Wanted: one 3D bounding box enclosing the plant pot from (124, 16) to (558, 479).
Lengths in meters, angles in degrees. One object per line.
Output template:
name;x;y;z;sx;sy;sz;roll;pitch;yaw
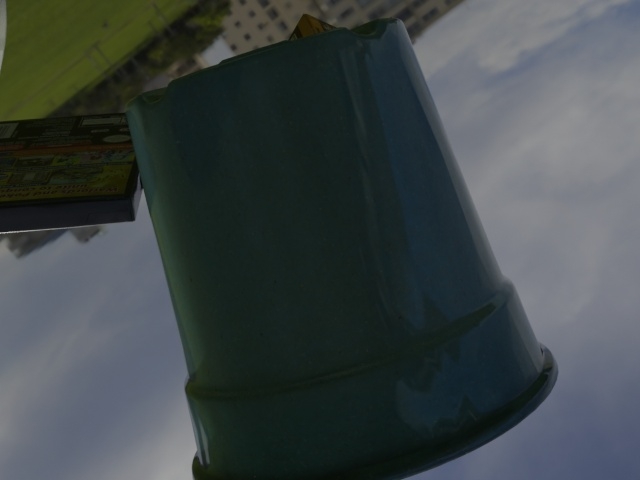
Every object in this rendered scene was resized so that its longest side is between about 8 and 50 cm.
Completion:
plant pot;0.000;0.000;0.823;0.341;0.334;0.341;-17;-173;2

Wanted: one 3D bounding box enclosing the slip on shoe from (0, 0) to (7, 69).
slip on shoe;-0.250;-0.091;0.549;0.101;0.123;0.331;-12;162;-25

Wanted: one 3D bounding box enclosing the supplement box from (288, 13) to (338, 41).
supplement box;0.021;-0.194;1.376;0.194;0.191;0.129;-56;-150;26

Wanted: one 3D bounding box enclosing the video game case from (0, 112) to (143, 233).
video game case;-0.329;-0.077;1.023;0.275;0.035;0.248;-4;-152;-2
